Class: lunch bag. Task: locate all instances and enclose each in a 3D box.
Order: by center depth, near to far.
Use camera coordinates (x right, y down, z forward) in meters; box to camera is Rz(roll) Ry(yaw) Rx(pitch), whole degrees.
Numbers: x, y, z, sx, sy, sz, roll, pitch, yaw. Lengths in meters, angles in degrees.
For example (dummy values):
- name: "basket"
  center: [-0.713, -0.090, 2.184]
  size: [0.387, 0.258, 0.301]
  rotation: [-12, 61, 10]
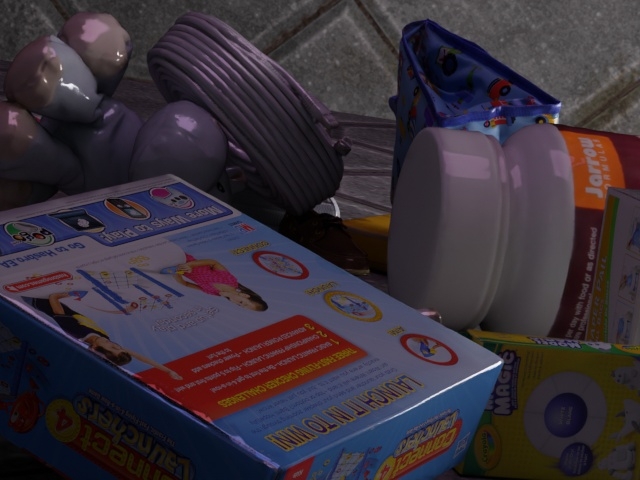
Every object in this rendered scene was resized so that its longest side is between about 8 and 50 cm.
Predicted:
- name: "lunch bag"
  center: [0.129, -0.091, 2.126]
  size: [0.138, 0.221, 0.293]
  rotation: [-8, 28, -17]

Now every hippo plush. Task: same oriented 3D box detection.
- name: "hippo plush"
  center: [-0.219, -0.064, 2.099]
  size: [0.236, 0.294, 0.234]
  rotation: [33, 57, 16]

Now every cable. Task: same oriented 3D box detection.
- name: "cable"
  center: [-0.081, -0.134, 2.183]
  size: [0.257, 0.089, 0.257]
  rotation: [43, -10, 12]

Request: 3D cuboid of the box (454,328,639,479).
- name: "box"
  center: [0.167, 0.124, 1.486]
  size: [0.179, 0.105, 0.043]
  rotation: [6, 9, -14]

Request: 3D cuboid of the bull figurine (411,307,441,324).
- name: "bull figurine"
  center: [-0.024, 0.081, 1.595]
  size: [0.310, 0.101, 0.188]
  rotation: [19, 10, 37]

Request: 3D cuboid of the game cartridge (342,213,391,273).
- name: "game cartridge"
  center: [0.215, 0.027, 2.289]
  size: [0.324, 0.052, 0.285]
  rotation: [17, 12, 28]

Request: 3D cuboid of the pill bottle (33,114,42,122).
- name: "pill bottle"
  center: [-0.378, -0.108, 2.413]
  size: [0.086, 0.086, 0.152]
  rotation: [15, 12, 32]

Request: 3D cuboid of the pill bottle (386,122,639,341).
- name: "pill bottle"
  center: [0.275, 0.007, 1.909]
  size: [0.392, 0.224, 0.224]
  rotation: [7, 10, -13]

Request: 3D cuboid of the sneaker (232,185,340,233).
- name: "sneaker"
  center: [-0.094, -0.056, 2.350]
  size: [0.258, 0.094, 0.091]
  rotation: [18, -3, 14]

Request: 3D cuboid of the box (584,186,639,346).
- name: "box"
  center: [0.289, 0.067, 1.639]
  size: [0.114, 0.203, 0.103]
  rotation: [4, 10, -14]

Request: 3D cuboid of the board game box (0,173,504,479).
- name: "board game box"
  center: [-0.080, 0.075, 1.320]
  size: [0.302, 0.086, 0.308]
  rotation: [30, 22, 23]

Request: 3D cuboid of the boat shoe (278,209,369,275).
- name: "boat shoe"
  center: [0.000, 0.000, 2.194]
  size: [0.064, 0.060, 0.178]
  rotation: [4, 11, -27]
